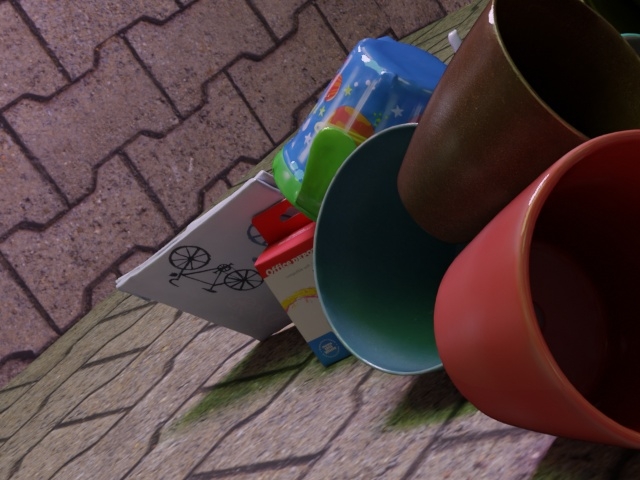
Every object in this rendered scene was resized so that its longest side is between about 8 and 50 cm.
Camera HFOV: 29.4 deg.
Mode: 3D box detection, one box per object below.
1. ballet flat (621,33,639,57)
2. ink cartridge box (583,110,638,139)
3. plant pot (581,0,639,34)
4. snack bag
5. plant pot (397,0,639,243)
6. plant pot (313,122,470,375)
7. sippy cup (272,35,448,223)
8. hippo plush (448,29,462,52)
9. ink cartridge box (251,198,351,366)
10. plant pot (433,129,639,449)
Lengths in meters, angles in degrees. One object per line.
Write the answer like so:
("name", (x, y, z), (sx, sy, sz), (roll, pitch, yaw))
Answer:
("ballet flat", (0.422, -0.146, 1.384), (0.095, 0.280, 0.096), (-43, 45, 29))
("ink cartridge box", (0.366, -0.062, 1.301), (0.273, 0.197, 0.114), (-26, 14, 32))
("plant pot", (0.596, -0.476, 1.995), (0.366, 0.366, 0.353), (-30, 2, 17))
("snack bag", (-0.093, 0.039, 1.899), (0.342, 0.323, 0.037), (-35, 48, 33))
("plant pot", (0.185, -0.101, 1.212), (0.230, 0.215, 0.215), (-45, 3, 40))
("plant pot", (0.162, 0.016, 1.464), (0.195, 0.290, 0.290), (5, -21, -45))
("sippy cup", (0.083, -0.143, 1.643), (0.305, 0.240, 0.224), (-102, 35, -58))
("hippo plush", (0.323, -0.130, 1.705), (0.236, 0.234, 0.294), (-10, 50, -5))
("ink cartridge box", (0.003, 0.048, 1.732), (0.134, 0.231, 0.078), (-29, 14, 25))
("plant pot", (0.238, 0.060, 1.086), (0.275, 0.275, 0.243), (-40, 4, -24))
